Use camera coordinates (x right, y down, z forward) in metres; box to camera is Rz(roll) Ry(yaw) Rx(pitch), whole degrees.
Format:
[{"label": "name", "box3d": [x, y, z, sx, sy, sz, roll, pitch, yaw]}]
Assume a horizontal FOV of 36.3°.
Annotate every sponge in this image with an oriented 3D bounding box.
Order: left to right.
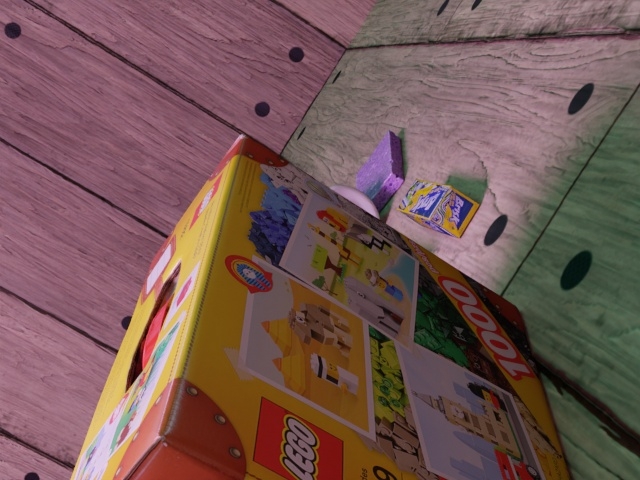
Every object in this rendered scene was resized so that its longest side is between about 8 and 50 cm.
[{"label": "sponge", "box3d": [0.110, -0.120, 1.850, 0.117, 0.031, 0.210, -52, 15, 24]}]

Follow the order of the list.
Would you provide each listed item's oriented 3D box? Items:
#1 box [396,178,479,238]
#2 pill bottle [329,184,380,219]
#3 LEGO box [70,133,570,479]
[{"label": "box", "box3d": [0.169, -0.049, 1.431, 0.059, 0.054, 0.169, -58, 13, 0]}, {"label": "pill bottle", "box3d": [0.000, 0.000, 1.765, 0.229, 0.131, 0.131, -37, 25, 57]}, {"label": "LEGO box", "box3d": [0.013, 0.160, 0.856, 0.193, 0.372, 0.500, -53, 15, 22]}]
